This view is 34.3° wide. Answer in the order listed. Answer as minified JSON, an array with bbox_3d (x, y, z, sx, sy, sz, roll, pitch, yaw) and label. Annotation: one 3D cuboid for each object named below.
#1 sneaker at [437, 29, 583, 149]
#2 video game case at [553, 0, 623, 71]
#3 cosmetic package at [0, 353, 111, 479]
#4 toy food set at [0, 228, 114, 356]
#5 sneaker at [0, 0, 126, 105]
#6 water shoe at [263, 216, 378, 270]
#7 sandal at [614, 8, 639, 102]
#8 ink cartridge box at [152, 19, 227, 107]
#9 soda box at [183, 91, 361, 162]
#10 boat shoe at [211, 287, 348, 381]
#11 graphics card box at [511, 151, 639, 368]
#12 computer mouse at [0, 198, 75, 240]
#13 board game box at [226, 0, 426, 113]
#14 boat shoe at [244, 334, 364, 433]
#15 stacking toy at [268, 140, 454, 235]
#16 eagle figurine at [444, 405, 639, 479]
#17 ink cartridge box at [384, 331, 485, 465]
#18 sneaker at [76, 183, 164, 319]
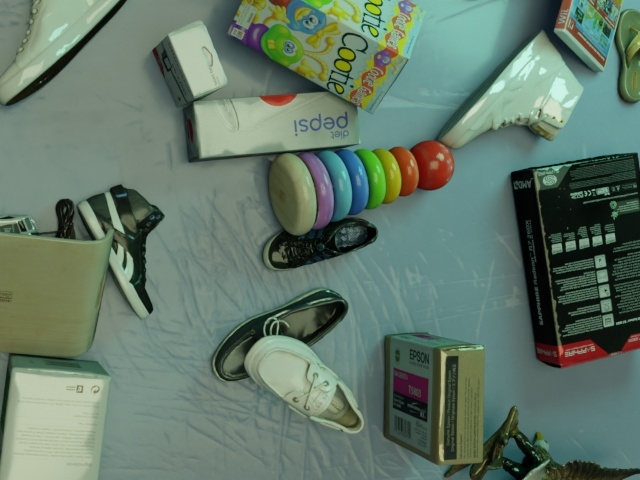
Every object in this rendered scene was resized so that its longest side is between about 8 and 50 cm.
[{"bbox_3d":[0.360,-0.229,1.882,0.292,0.108,0.169,-44,100,-14],"label":"sneaker"},{"bbox_3d":[0.516,-0.481,1.914,0.204,0.025,0.285,22,82,-53],"label":"video game case"},{"bbox_3d":[-0.424,0.371,1.594,0.155,0.197,0.366,8,87,-18],"label":"cosmetic package"},{"bbox_3d":[-0.485,0.059,1.599,0.306,0.092,0.220,6,121,-20],"label":"toy food set"},{"bbox_3d":[-0.433,-0.339,1.634,0.123,0.106,0.290,42,68,-10],"label":"sneaker"},{"bbox_3d":[0.000,0.000,1.783,0.203,0.080,0.073,-18,96,-17],"label":"water shoe"},{"bbox_3d":[0.608,-0.356,1.990,0.072,0.049,0.180,-1,91,-18],"label":"sandal"},{"bbox_3d":[-0.212,-0.282,1.673,0.063,0.150,0.109,-25,98,-16],"label":"ink cartridge box"},{"bbox_3d":[-0.081,-0.194,1.748,0.286,0.091,0.098,-6,92,-18],"label":"soda box"},{"bbox_3d":[-0.065,0.165,1.765,0.254,0.079,0.095,-25,102,-15],"label":"boat shoe"},{"bbox_3d":[0.499,0.032,1.939,0.232,0.094,0.371,-11,95,-17],"label":"graphics card box"},{"bbox_3d":[-0.488,-0.010,1.648,0.193,0.042,0.106,-4,97,-23],"label":"computer mouse"},{"bbox_3d":[0.011,-0.358,1.701,0.275,0.142,0.144,28,48,-8],"label":"board game box"},{"bbox_3d":[-0.013,0.244,1.717,0.098,0.096,0.277,-52,132,1],"label":"boat shoe"},{"bbox_3d":[0.082,-0.109,1.795,0.330,0.141,0.141,-14,95,-24],"label":"stacking toy"},{"bbox_3d":[0.420,0.434,1.874,0.298,0.226,0.225,38,59,-10],"label":"eagle figurine"},{"bbox_3d":[0.190,0.264,1.768,0.088,0.234,0.193,0,90,-19],"label":"ink cartridge box"},{"bbox_3d":[-0.295,0.011,1.689,0.121,0.079,0.217,-29,99,-16],"label":"sneaker"}]
